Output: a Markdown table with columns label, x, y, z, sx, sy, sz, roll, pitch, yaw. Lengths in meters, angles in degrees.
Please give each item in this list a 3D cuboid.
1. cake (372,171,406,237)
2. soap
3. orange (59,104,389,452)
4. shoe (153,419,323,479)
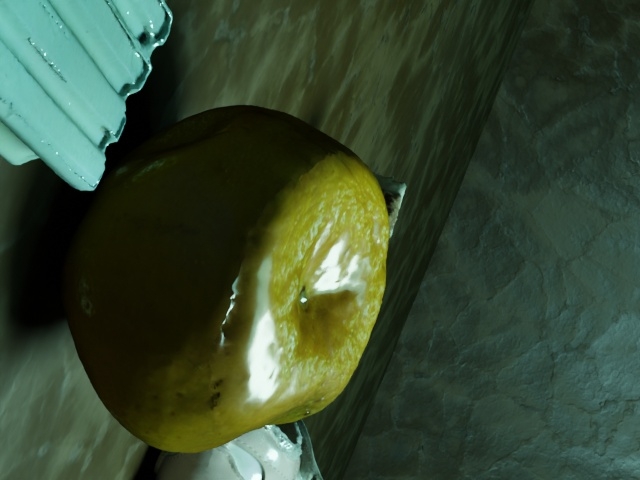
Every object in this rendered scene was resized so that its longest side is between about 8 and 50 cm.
| label | x | y | z | sx | sy | sz | roll | pitch | yaw |
| --- | --- | --- | --- | --- | --- | --- | --- | --- | --- |
| cake | 0.000 | 0.000 | 1.349 | 0.135 | 0.134 | 0.147 | 103 | 8 | -45 |
| soap | -0.135 | -0.105 | 0.620 | 0.198 | 0.063 | 0.115 | 68 | 44 | -75 |
| orange | -0.074 | 0.030 | 0.901 | 0.249 | 0.183 | 0.249 | -36 | 133 | -50 |
| shoe | -0.074 | 0.261 | 1.392 | 0.351 | 0.171 | 0.198 | 39 | 71 | -81 |
